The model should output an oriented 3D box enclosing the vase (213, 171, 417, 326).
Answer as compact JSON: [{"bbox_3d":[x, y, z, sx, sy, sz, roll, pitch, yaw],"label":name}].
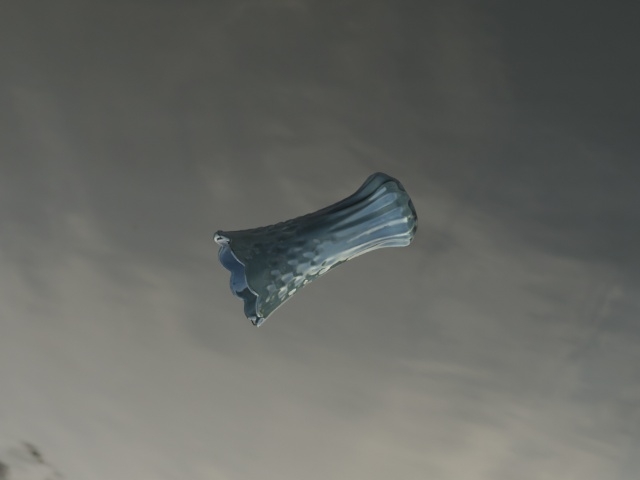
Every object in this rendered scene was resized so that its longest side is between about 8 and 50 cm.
[{"bbox_3d":[0.000,0.000,1.151,0.081,0.149,0.081,60,167,24],"label":"vase"}]
